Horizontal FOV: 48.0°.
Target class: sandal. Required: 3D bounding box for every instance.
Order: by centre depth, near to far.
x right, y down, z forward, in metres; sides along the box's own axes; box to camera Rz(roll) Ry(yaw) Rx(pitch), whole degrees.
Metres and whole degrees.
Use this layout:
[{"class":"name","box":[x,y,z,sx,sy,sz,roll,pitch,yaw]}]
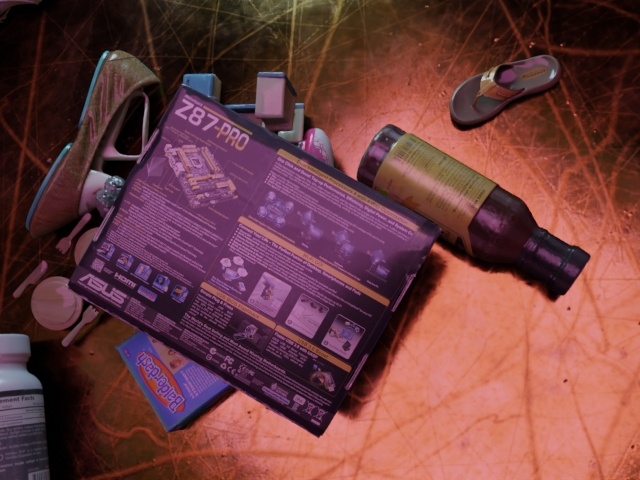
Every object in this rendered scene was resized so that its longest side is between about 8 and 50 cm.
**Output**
[{"class":"sandal","box":[0.278,-0.237,1.089,0.180,0.049,0.072,-22,76,7]}]

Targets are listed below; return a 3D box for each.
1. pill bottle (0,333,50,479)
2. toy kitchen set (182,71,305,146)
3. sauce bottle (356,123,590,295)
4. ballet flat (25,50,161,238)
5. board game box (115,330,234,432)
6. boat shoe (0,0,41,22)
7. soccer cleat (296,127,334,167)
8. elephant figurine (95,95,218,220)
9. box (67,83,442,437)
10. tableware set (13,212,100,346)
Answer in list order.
[{"class":"pill bottle","box":[-0.502,0.290,1.089,0.162,0.162,0.278,-12,77,9]},{"class":"toy kitchen set","box":[-0.135,-0.221,1.108,0.207,0.166,0.122,1,80,11]},{"class":"sauce bottle","box":[0.216,-0.041,1.033,0.344,0.111,0.111,34,88,17]},{"class":"ballet flat","box":[-0.358,-0.144,1.183,0.124,0.116,0.342,23,81,-5]},{"class":"board game box","box":[-0.187,0.168,1.107,0.210,0.047,0.160,-36,75,2]},{"class":"boat shoe","box":[-0.601,-0.431,1.297,0.228,0.079,0.081,6,101,11]},{"class":"soccer cleat","box":[0.000,0.000,1.082,0.143,0.116,0.330,11,81,-7]},{"class":"elephant figurine","box":[-0.204,-0.068,1.089,0.240,0.186,0.169,-25,60,15]},{"class":"box","box":[-0.088,0.024,0.963,0.395,0.097,0.318,29,93,4]},{"class":"tableware set","box":[-0.388,0.063,1.173,0.128,0.039,0.194,43,93,6]}]
